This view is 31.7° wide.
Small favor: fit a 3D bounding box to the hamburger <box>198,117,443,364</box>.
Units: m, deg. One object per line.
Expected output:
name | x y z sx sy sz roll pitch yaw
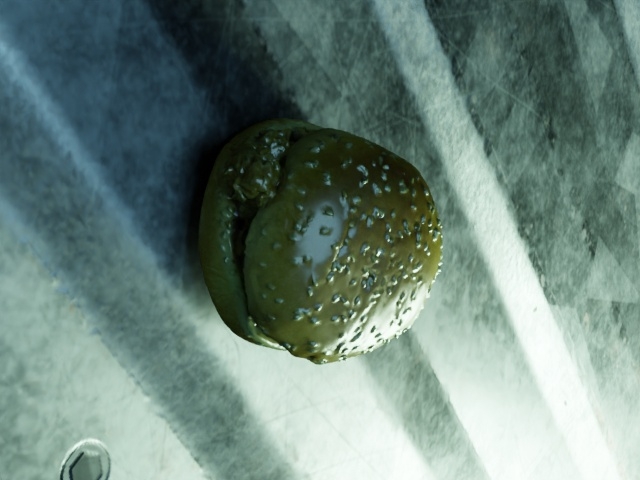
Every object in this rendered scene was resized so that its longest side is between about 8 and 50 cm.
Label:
hamburger | 0.000 0.000 0.889 0.215 0.122 0.189 23 80 -48
